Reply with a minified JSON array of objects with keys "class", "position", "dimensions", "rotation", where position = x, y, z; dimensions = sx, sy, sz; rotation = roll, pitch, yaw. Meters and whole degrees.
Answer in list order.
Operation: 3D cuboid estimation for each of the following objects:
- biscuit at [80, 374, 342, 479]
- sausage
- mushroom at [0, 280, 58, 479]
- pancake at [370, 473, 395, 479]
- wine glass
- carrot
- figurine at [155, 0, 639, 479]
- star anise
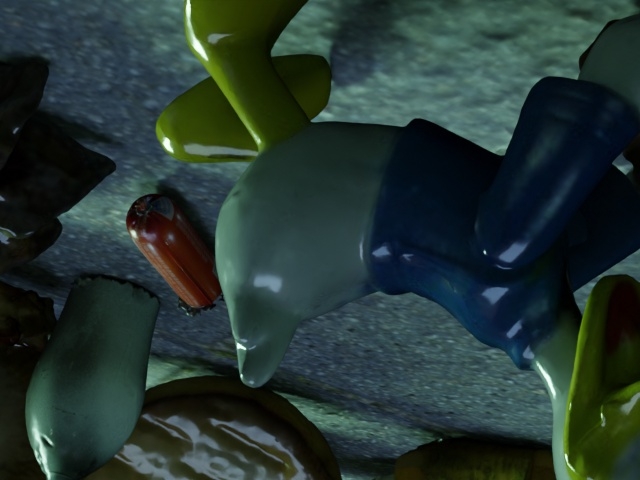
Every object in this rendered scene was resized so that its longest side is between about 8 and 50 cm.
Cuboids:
[{"class":"biscuit","position":[-0.102,0.240,1.291],"dimensions":[0.274,0.213,0.091],"rotation":[19,-165,-2]},{"class":"sausage","position":[-0.108,0.006,0.917],"dimensions":[0.048,0.050,0.145],"rotation":[50,174,28]},{"class":"mushroom","position":[-0.371,0.189,1.179],"dimensions":[0.331,0.334,0.356],"rotation":[31,162,-34]},{"class":"pancake","position":[0.133,0.385,1.450],"dimensions":[0.282,0.282,0.049],"rotation":[-1,-166,31]},{"class":"wine glass","position":[-0.203,0.146,1.072],"dimensions":[0.103,0.222,0.103],"rotation":[12,157,5]},{"class":"carrot","position":[0.161,0.242,1.283],"dimensions":[0.173,0.082,0.082],"rotation":[-4,152,32]},{"class":"figurine","position":[0.101,0.013,0.565],"dimensions":[0.284,0.338,0.204],"rotation":[-24,161,0]},{"class":"star anise","position":[-0.258,-0.050,0.800],"dimensions":[0.236,0.109,0.223],"rotation":[23,152,-17]}]
